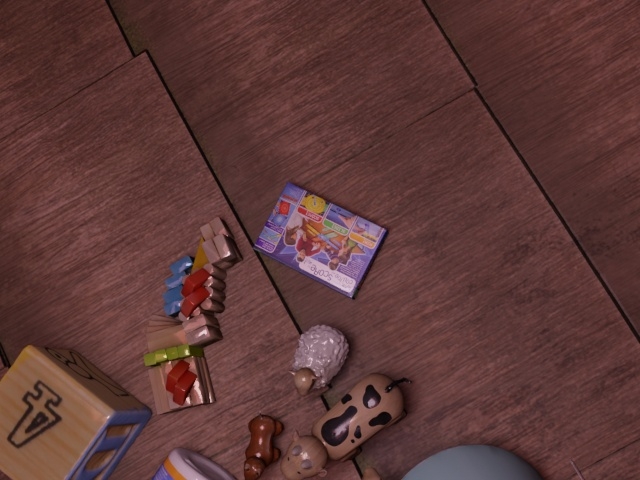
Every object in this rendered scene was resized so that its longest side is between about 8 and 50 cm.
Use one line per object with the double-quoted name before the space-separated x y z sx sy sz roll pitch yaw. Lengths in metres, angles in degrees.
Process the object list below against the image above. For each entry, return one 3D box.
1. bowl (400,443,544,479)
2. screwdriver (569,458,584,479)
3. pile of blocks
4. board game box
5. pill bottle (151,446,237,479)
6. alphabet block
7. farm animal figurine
"bowl" 0.251 0.477 1.382 0.312 0.163 0.311 -1 94 -14
"screwdriver" 0.448 0.427 1.492 0.024 0.025 0.169 -32 68 5
"pile of blocks" -0.239 0.128 1.620 0.149 0.112 0.362 9 82 12
"board game box" 0.000 0.000 1.635 0.201 0.035 0.136 27 86 14
"pill bottle" -0.255 0.496 1.540 0.152 0.152 0.272 32 88 14
"alphabet block" -0.443 0.313 1.588 0.197 0.192 0.193 35 86 15
"farm animal figurine" 0.032 0.344 1.500 0.330 0.172 0.326 33 88 14
